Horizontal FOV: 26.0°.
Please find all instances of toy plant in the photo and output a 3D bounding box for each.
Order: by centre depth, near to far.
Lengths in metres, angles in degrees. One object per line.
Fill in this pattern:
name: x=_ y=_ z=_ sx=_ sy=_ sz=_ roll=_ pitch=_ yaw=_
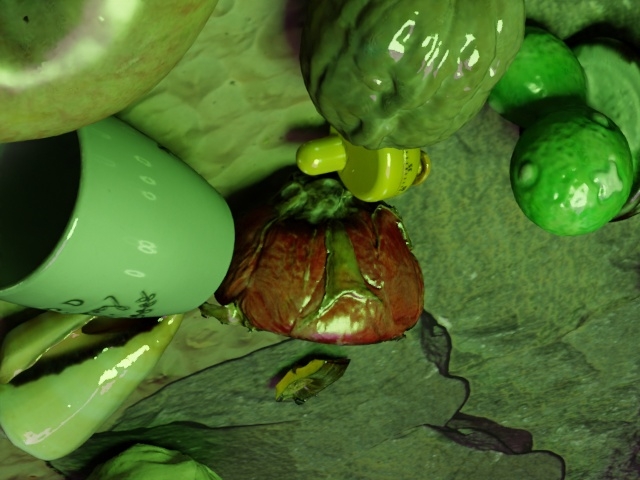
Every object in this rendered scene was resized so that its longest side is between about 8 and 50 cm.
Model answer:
toy plant: x=0.248 y=-0.099 z=1.303 sx=0.235 sy=0.218 sz=0.175 roll=3 pitch=144 yaw=-41

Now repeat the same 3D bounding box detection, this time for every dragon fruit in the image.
dragon fruit: x=0.003 y=0.000 z=1.381 sx=0.224 sy=0.218 sz=0.148 roll=11 pitch=110 yaw=0

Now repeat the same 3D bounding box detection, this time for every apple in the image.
apple: x=-0.214 y=-0.210 z=0.897 sx=0.345 sy=0.269 sz=0.344 roll=-10 pitch=144 yaw=-8

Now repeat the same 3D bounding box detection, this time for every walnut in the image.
walnut: x=0.071 y=-0.165 z=1.179 sx=0.178 sy=0.178 sz=0.230 roll=0 pitch=147 yaw=-23

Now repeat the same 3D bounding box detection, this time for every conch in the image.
conch: x=-0.264 y=0.128 z=1.516 sx=0.255 sy=0.127 sz=0.158 roll=-37 pitch=115 yaw=-7

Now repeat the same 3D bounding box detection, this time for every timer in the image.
timer: x=0.041 y=-0.088 z=1.317 sx=0.109 sy=0.107 sz=0.107 roll=-15 pitch=149 yaw=-28

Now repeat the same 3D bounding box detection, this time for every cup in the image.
cup: x=-0.230 y=-0.018 z=1.278 sx=0.258 sy=0.186 sz=0.234 roll=-2 pitch=166 yaw=34

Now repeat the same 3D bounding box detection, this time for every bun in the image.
bun: x=-0.212 y=0.333 z=1.787 sx=0.231 sy=0.133 sz=0.231 roll=3 pitch=164 yaw=1

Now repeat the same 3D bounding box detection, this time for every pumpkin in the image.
pumpkin: x=-0.012 y=0.168 z=1.728 sx=0.101 sy=0.035 sz=0.073 roll=-38 pitch=152 yaw=23
